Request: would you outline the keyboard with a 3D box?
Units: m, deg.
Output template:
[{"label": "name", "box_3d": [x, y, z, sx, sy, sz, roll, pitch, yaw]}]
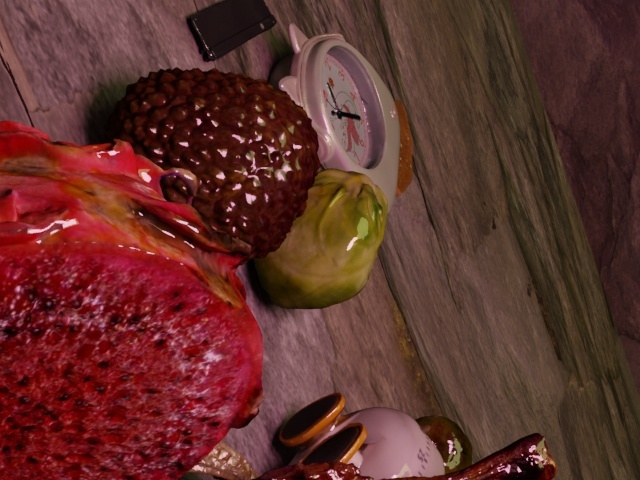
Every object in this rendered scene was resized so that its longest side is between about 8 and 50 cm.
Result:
[{"label": "keyboard", "box_3d": [-0.132, -0.330, 1.450, 0.072, 0.023, 0.231, 61, 31, -13]}]

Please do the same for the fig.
[{"label": "fig", "box_3d": [0.215, 0.381, 1.655, 0.185, 0.127, 0.133, 33, 37, -47]}]

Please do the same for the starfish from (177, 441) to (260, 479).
[{"label": "starfish", "box_3d": [-0.186, 0.225, 1.020, 0.375, 0.094, 0.327, 15, 80, -44]}]

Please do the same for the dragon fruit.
[{"label": "dragon fruit", "box_3d": [-0.243, 0.067, 0.753, 0.386, 0.371, 0.249, 101, -26, -45]}]

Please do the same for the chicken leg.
[{"label": "chicken leg", "box_3d": [0.076, 0.298, 1.095, 0.096, 0.407, 0.158, -116, -154, -51]}]

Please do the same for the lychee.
[{"label": "lychee", "box_3d": [-0.125, -0.093, 1.147, 0.271, 0.236, 0.235, 23, 54, -26]}]

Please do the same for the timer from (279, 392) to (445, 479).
[{"label": "timer", "box_3d": [0.061, 0.345, 1.271, 0.240, 0.233, 0.233, 54, 34, -15]}]

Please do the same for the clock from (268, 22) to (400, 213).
[{"label": "clock", "box_3d": [0.017, -0.203, 1.571, 0.324, 0.109, 0.265, 45, 42, -43]}]

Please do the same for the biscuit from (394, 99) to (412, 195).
[{"label": "biscuit", "box_3d": [0.141, -0.186, 1.867, 0.142, 0.029, 0.220, 37, 47, -51]}]

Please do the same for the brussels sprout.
[{"label": "brussels sprout", "box_3d": [0.000, 0.000, 1.352, 0.161, 0.223, 0.223, 36, 46, -29]}]
